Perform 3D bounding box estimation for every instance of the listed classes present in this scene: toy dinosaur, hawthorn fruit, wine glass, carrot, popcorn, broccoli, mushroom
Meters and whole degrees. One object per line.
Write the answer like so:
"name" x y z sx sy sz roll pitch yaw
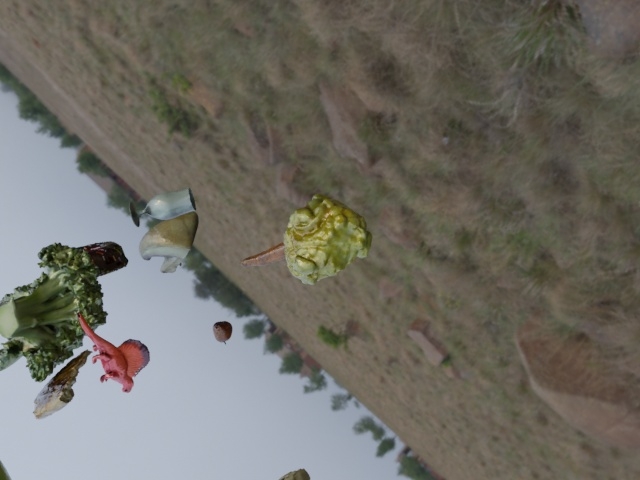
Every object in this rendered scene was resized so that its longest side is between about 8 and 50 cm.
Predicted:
"toy dinosaur" -0.536 0.292 1.701 0.070 0.138 0.286 -124 20 -58
"hawthorn fruit" -0.346 0.320 2.251 0.077 0.077 0.077 41 171 8
"wine glass" -0.512 -0.110 2.083 0.093 0.202 0.093 165 90 -87
"carrot" -0.144 0.041 2.035 0.059 0.247 0.059 -21 -90 -79
"popcorn" 0.000 0.000 1.848 0.235 0.250 0.241 52 169 -20
"broccoli" -0.769 0.210 1.794 0.277 0.317 0.338 45 129 4
"mushroom" -0.603 -0.020 2.538 0.211 0.218 0.292 9 153 -12

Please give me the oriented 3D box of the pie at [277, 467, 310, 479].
"pie" -0.154 0.635 1.438 0.077 0.339 0.339 51 172 7

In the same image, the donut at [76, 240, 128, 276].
"donut" -0.734 0.064 2.030 0.235 0.235 0.089 -160 58 -67

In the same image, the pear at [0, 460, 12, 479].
"pear" -1.040 0.711 1.806 0.342 0.318 0.238 -8 -136 -49

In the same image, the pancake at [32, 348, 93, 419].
"pancake" -0.680 0.382 1.720 0.266 0.244 0.057 -27 109 38
